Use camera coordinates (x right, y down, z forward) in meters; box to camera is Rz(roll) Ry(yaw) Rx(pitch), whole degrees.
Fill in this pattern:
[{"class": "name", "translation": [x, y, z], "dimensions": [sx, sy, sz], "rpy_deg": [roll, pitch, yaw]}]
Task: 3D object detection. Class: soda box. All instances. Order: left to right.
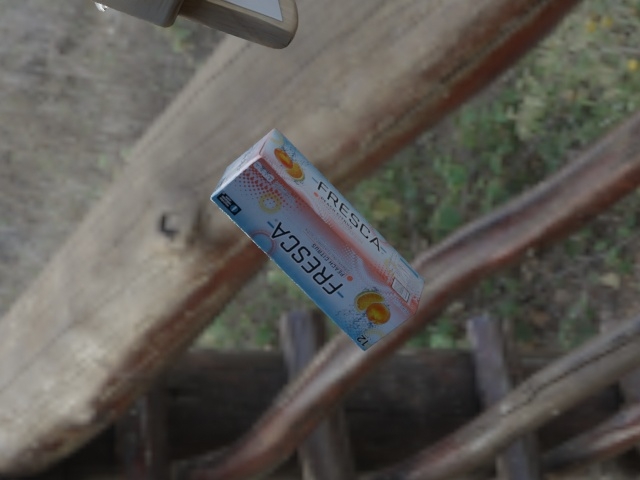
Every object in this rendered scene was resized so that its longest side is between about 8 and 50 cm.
[{"class": "soda box", "translation": [0.000, 0.000, 1.317], "dimensions": [0.063, 0.183, 0.058], "rpy_deg": [-38, 14, 27]}]

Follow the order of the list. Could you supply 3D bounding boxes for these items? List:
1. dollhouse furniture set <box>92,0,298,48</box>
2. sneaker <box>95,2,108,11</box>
[{"class": "dollhouse furniture set", "translation": [0.015, -0.270, 0.686], "dimensions": [0.303, 0.198, 0.286], "rpy_deg": [-60, 24, 30]}, {"class": "sneaker", "translation": [-0.250, -0.303, 1.720], "dimensions": [0.090, 0.095, 0.235], "rpy_deg": [-58, 23, -7]}]
